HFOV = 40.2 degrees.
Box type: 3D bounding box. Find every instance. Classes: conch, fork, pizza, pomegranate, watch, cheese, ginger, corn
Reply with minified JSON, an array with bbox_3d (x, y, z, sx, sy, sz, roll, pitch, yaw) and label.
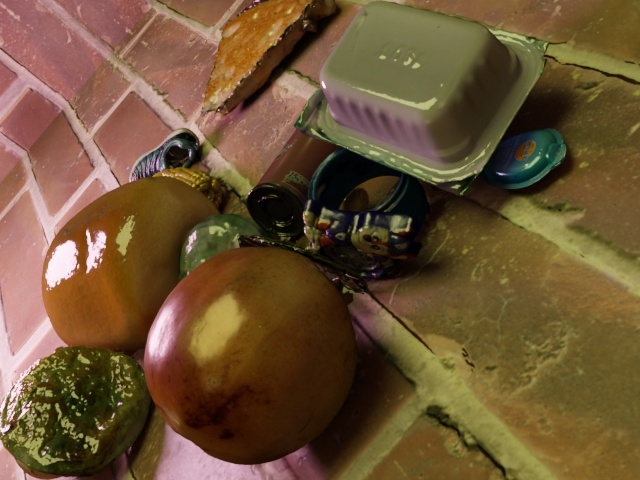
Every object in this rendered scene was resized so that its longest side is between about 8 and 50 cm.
[{"bbox_3d":[-0.153,0.054,1.518,0.220,0.195,0.277,-16,20,40],"label":"conch"},{"bbox_3d":[0.105,-0.066,1.436,0.219,0.034,0.028,-52,23,-4],"label":"fork"},{"bbox_3d":[-0.115,-0.510,2.151,0.391,0.080,0.435,-28,39,32],"label":"pizza"},{"bbox_3d":[-0.085,0.147,1.214,0.319,0.319,0.319,-32,35,27],"label":"pomegranate"},{"bbox_3d":[0.077,-0.054,1.337,0.196,0.171,0.200,6,61,19],"label":"watch"},{"bbox_3d":[0.260,-0.114,1.290,0.256,0.037,0.106,-3,52,55],"label":"cheese"},{"bbox_3d":[0.005,0.000,1.468,0.214,0.059,0.133,-40,26,22],"label":"ginger"},{"bbox_3d":[-0.302,-0.114,1.944,0.101,0.101,0.310,-56,31,-10],"label":"corn"}]

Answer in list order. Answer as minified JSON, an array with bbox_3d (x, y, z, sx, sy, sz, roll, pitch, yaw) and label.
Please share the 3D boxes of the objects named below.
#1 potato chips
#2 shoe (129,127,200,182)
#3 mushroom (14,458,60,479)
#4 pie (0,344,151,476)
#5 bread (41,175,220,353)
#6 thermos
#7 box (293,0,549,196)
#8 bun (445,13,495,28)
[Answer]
[{"bbox_3d":[-0.036,0.032,1.331,0.219,0.202,0.029,8,75,45],"label":"potato chips"},{"bbox_3d":[-0.377,-0.183,2.116,0.207,0.091,0.106,-40,27,9],"label":"shoe"},{"bbox_3d":[-0.498,0.371,1.656,0.166,0.127,0.166,-12,54,17],"label":"mushroom"},{"bbox_3d":[-0.444,0.299,1.579,0.276,0.079,0.277,2,47,-2],"label":"pie"},{"bbox_3d":[-0.375,0.037,1.732,0.376,0.253,0.348,-11,45,44],"label":"bread"},{"bbox_3d":[-0.013,-0.141,1.580,0.109,0.136,0.330,16,46,16],"label":"thermos"},{"bbox_3d":[0.128,-0.243,1.277,0.336,0.106,0.264,26,80,39],"label":"box"},{"bbox_3d":[0.207,-0.245,1.389,0.229,0.145,0.230,-19,57,33],"label":"bun"}]
